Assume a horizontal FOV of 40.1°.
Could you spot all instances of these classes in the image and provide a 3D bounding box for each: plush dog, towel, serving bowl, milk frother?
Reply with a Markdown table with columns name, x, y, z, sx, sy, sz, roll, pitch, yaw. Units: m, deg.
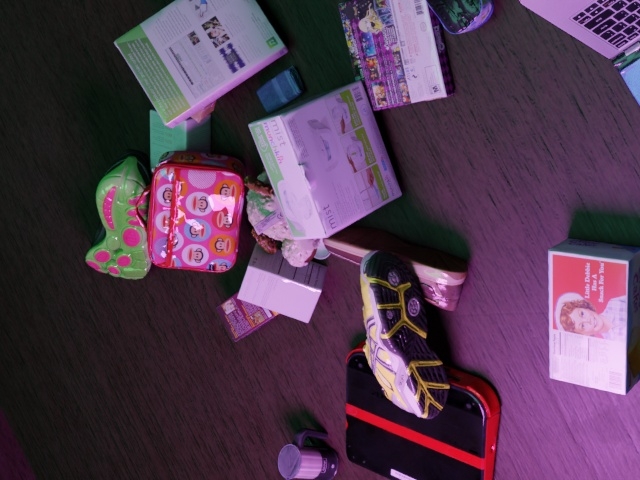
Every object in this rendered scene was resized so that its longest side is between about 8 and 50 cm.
| name | x | y | z | sx | sy | sz | roll | pitch | yaw |
| --- | --- | --- | --- | --- | --- | --- | --- | --- | --- |
| plush dog | -0.100 | -0.086 | 1.961 | 0.225 | 0.210 | 0.262 | -2 | 72 | 69 |
| towel | -0.089 | -0.339 | 1.980 | 0.119 | 0.029 | 0.067 | -24 | 90 | 41 |
| serving bowl | 0.000 | 0.000 | 2.037 | 0.083 | 0.027 | 0.083 | 15 | 116 | 34 |
| milk frother | -0.052 | 0.545 | 2.214 | 0.143 | 0.134 | 0.129 | -24 | 60 | 39 |

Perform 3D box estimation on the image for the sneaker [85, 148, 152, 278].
| name | x | y | z | sx | sy | sz | roll | pitch | yaw |
| --- | --- | --- | --- | --- | --- | --- | --- | --- | --- |
| sneaker | -0.516 | -0.056 | 2.360 | 0.185 | 0.202 | 0.483 | 18 | 141 | -9 |

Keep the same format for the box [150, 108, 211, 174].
| name | x | y | z | sx | sy | sz | roll | pitch | yaw |
| --- | --- | --- | --- | --- | --- | --- | --- | --- | --- |
| box | -0.350 | -0.239 | 2.188 | 0.130 | 0.091 | 0.170 | 20 | 118 | 32 |

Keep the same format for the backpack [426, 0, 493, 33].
| name | x | y | z | sx | sy | sz | roll | pitch | yaw |
| --- | --- | --- | --- | --- | --- | --- | --- | --- | --- |
| backpack | 0.264 | -0.445 | 1.616 | 0.105 | 0.084 | 0.114 | -37 | 77 | 42 |

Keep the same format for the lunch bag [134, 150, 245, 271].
| name | x | y | z | sx | sy | sz | roll | pitch | yaw |
| --- | --- | --- | --- | --- | --- | --- | --- | --- | --- |
| lunch bag | -0.320 | -0.072 | 2.129 | 0.258 | 0.120 | 0.293 | 6 | 118 | -7 |

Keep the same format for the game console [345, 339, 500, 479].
| name | x | y | z | sx | sy | sz | roll | pitch | yaw |
| --- | --- | --- | --- | --- | --- | --- | --- | --- | --- |
| game console | 0.222 | 0.425 | 2.009 | 0.386 | 0.060 | 0.342 | 16 | 120 | 34 |

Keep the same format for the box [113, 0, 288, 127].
| name | x | y | z | sx | sy | sz | roll | pitch | yaw |
| --- | --- | --- | --- | --- | --- | --- | --- | --- | --- |
| box | -0.266 | -0.433 | 1.954 | 0.322 | 0.058 | 0.232 | -32 | 84 | 3 |

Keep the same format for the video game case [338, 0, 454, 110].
| name | x | y | z | sx | sy | sz | roll | pitch | yaw |
| --- | --- | --- | --- | --- | --- | --- | --- | --- | --- |
| video game case | 0.150 | -0.386 | 1.758 | 0.210 | 0.042 | 0.232 | -5 | 103 | 41 |

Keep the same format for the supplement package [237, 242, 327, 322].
| name | x | y | z | sx | sy | sz | roll | pitch | yaw |
| --- | --- | --- | --- | --- | --- | --- | --- | --- | --- |
| supplement package | -0.088 | 0.098 | 2.045 | 0.179 | 0.105 | 0.105 | 20 | 123 | -4 |

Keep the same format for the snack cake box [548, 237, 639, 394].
| name | x | y | z | sx | sy | sz | roll | pitch | yaw |
| --- | --- | --- | --- | --- | --- | --- | --- | --- | --- |
| snack cake box | 0.513 | 0.139 | 1.633 | 0.152 | 0.089 | 0.264 | 10 | 112 | 38 |

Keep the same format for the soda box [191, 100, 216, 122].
| name | x | y | z | sx | sy | sz | roll | pitch | yaw |
| --- | --- | --- | --- | --- | --- | --- | --- | --- | --- |
| soda box | -0.328 | -0.356 | 2.026 | 0.181 | 0.058 | 0.061 | 38 | 145 | 8 |

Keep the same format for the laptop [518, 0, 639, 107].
| name | x | y | z | sx | sy | sz | roll | pitch | yaw |
| --- | --- | --- | --- | --- | --- | --- | --- | --- | --- |
| laptop | 0.588 | -0.314 | 1.312 | 0.382 | 0.408 | 0.236 | -34 | 50 | 41 |

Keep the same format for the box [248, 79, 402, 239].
| name | x | y | z | sx | sy | sz | roll | pitch | yaw |
| --- | --- | --- | --- | --- | --- | --- | --- | --- | --- |
| box | 0.014 | -0.164 | 1.798 | 0.126 | 0.231 | 0.262 | -4 | 112 | 53 |

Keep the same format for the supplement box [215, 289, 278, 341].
| name | x | y | z | sx | sy | sz | roll | pitch | yaw |
| --- | --- | --- | --- | --- | --- | --- | --- | --- | --- |
| supplement box | -0.163 | 0.163 | 2.196 | 0.188 | 0.081 | 0.104 | -35 | 83 | 41 |

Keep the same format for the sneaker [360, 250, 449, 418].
| name | x | y | z | sx | sy | sz | roll | pitch | yaw |
| --- | --- | --- | --- | --- | --- | --- | --- | --- | --- |
| sneaker | 0.140 | 0.201 | 1.820 | 0.147 | 0.145 | 0.385 | 2 | 116 | 45 |

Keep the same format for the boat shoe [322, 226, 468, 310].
| name | x | y | z | sx | sy | sz | roll | pitch | yaw |
| --- | --- | --- | --- | --- | --- | --- | --- | --- | --- |
| boat shoe | 0.149 | 0.064 | 1.884 | 0.342 | 0.123 | 0.123 | 17 | 115 | 27 |
